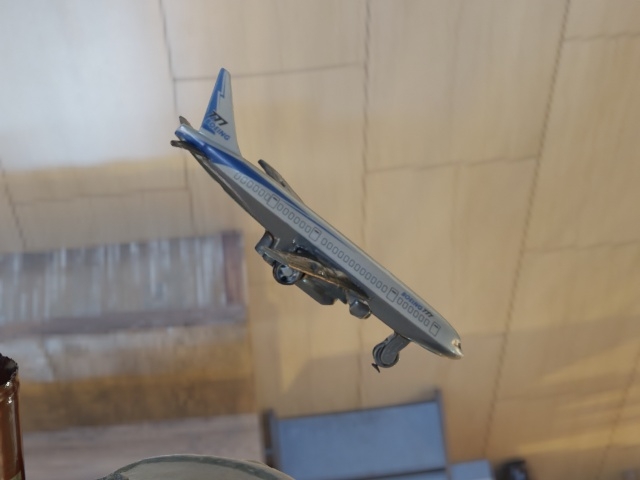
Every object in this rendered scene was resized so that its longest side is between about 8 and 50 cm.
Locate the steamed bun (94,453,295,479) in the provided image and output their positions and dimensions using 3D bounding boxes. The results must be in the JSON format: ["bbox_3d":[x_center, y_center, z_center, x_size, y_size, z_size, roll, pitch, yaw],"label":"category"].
[{"bbox_3d":[-0.113,0.327,1.323,0.384,0.236,0.247,0,121,32],"label":"steamed bun"}]

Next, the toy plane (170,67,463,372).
[{"bbox_3d":[-0.004,0.001,0.864,0.058,0.226,0.226,-40,103,7],"label":"toy plane"}]

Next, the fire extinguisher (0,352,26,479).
[{"bbox_3d":[-0.259,0.258,1.056,0.107,0.147,0.337,-4,105,-8],"label":"fire extinguisher"}]
